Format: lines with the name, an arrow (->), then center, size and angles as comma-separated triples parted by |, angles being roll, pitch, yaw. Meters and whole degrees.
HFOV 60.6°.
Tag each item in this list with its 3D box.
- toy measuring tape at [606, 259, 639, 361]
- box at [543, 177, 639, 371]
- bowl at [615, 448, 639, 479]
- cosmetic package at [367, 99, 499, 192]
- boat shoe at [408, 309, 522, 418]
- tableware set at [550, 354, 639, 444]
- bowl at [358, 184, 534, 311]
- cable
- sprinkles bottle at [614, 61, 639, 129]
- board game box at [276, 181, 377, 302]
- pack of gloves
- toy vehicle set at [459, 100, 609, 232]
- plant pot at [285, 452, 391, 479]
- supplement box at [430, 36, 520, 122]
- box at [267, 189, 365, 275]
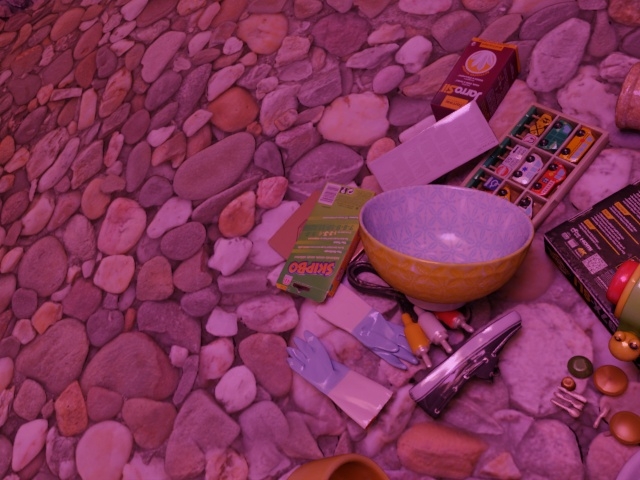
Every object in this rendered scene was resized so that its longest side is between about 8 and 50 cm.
toy measuring tape -> 0.503, 0.027, 0.771 | 0.121, 0.121, 0.330 | 31, 80, 35
box -> 0.552, 0.054, 0.849 | 0.257, 0.079, 0.321 | -31, 55, 6
bowl -> 0.501, 0.370, 0.636 | 0.298, 0.134, 0.297 | -8, 70, 24
cosmetic package -> 0.224, -0.173, 1.094 | 0.239, 0.060, 0.098 | -29, 90, 20
boat shoe -> 0.255, 0.211, 0.912 | 0.229, 0.080, 0.076 | -38, 74, -2
tableware set -> 0.441, 0.244, 0.834 | 0.154, 0.024, 0.104 | 26, 73, 35
bowl -> 0.207, 0.029, 0.952 | 0.290, 0.155, 0.289 | 0, 29, 0
cable -> 0.164, 0.102, 1.012 | 0.140, 0.072, 0.287 | -36, 52, -9
sprinkles bottle -> 0.691, -0.211, 0.899 | 0.356, 0.121, 0.121 | 22, 75, 33
board game box -> 0.014, 0.002, 1.135 | 0.124, 0.039, 0.259 | 16, 69, 32
pack of gloves -> 0.062, 0.213, 1.031 | 0.232, 0.046, 0.195 | 32, 67, 33
toy vehicle set -> 0.397, -0.133, 1.051 | 0.166, 0.035, 0.266 | 36, 83, 36
plant pot -> -0.027, 0.465, 0.814 | 0.239, 0.254, 0.253 | -23, 55, 30
supplement box -> 0.329, -0.326, 1.161 | 0.104, 0.081, 0.188 | 27, 78, 34
box -> 0.000, 0.000, 1.178 | 0.164, 0.021, 0.201 | -47, 55, -4
